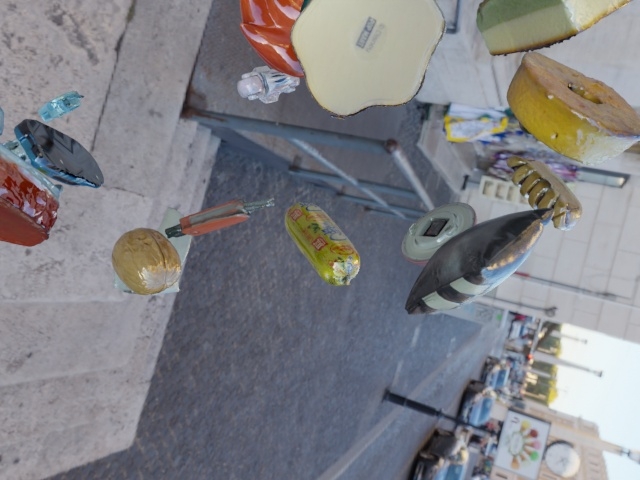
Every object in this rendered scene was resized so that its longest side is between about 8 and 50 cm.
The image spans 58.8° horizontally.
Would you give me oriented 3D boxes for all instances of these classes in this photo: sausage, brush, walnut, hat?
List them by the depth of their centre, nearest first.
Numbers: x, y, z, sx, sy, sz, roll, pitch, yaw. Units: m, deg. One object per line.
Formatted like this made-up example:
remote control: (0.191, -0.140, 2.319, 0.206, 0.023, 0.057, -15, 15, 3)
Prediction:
brush: (-0.255, -0.062, 1.435, 0.070, 0.323, 0.051, 24, 56, -63)
walnut: (-0.462, 0.053, 1.503, 0.165, 0.197, 0.165, -26, 146, -19)
sausage: (0.000, 0.000, 1.539, 0.123, 0.347, 0.123, -18, 133, -20)
hat: (-0.547, 0.029, 1.831, 0.168, 0.258, 0.301, 24, 83, -42)

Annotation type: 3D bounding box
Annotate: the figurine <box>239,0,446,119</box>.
figurine: (0.012, -0.259, 0.656, 0.257, 0.208, 0.181, -119, -165, -64)

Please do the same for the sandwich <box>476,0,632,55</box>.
sandwich: (0.367, -0.378, 0.864, 0.186, 0.220, 0.108, -34, 107, -9)

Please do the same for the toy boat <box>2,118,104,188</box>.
toy boat: (-0.635, -0.185, 1.359, 0.092, 0.134, 0.299, -32, 171, 1)

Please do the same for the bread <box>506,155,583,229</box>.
bread: (0.556, -0.121, 1.413, 0.134, 0.225, 0.081, 0, 139, -39)

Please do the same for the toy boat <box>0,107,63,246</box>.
toy boat: (-0.431, -0.093, 0.730, 0.332, 0.145, 0.133, 98, -9, -72)

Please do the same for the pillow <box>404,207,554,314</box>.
pillow: (0.253, 0.036, 0.940, 0.186, 0.106, 0.250, -34, 173, -28)

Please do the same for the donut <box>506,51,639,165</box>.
donut: (0.524, -0.269, 1.186, 0.303, 0.303, 0.110, -47, 170, -50)

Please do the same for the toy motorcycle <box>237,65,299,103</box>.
toy motorcycle: (-0.138, -0.462, 1.653, 0.254, 0.112, 0.112, -31, 132, -52)

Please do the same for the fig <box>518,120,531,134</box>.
fig: (0.645, -0.393, 1.672, 0.117, 0.117, 0.177, -64, 147, -27)

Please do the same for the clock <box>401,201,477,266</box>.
clock: (0.342, -0.022, 1.654, 0.056, 0.244, 0.244, 52, 50, -28)

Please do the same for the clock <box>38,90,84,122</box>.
clock: (-0.732, -0.388, 1.619, 0.108, 0.147, 0.045, -44, 113, -39)
